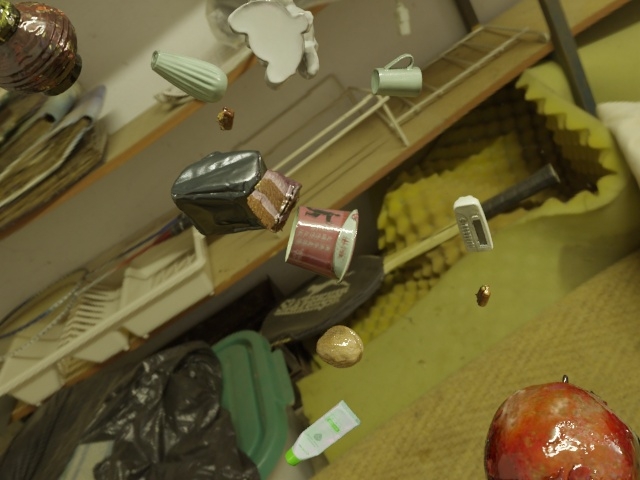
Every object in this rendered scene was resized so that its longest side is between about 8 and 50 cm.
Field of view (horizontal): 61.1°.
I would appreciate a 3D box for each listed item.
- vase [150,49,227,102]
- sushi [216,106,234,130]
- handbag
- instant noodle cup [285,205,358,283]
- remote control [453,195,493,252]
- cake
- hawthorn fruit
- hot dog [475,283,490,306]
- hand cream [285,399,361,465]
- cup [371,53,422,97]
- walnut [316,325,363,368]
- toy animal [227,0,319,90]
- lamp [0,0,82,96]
[{"bbox_3d":[-0.436,-0.549,1.793,0.128,0.248,0.128,-24,58,46],"label":"vase"},{"bbox_3d":[-0.322,-0.408,1.825,0.060,0.118,0.061,5,50,-11],"label":"sushi"},{"bbox_3d":[-0.271,-0.141,1.577,0.275,0.302,0.177,-1,68,9],"label":"handbag"},{"bbox_3d":[0.000,0.000,1.639,0.235,0.179,0.234,-166,90,-84],"label":"instant noodle cup"},{"bbox_3d":[0.496,-0.050,1.765,0.090,0.230,0.049,-9,43,23],"label":"remote control"},{"bbox_3d":[-0.099,-0.091,1.210,0.115,0.113,0.295,-64,11,5],"label":"cake"},{"bbox_3d":[0.477,0.433,1.057,0.316,0.316,0.316,-28,27,16],"label":"hawthorn fruit"},{"bbox_3d":[0.488,0.166,1.634,0.037,0.122,0.049,-7,61,5],"label":"hot dog"},{"bbox_3d":[0.002,0.585,1.620,0.275,0.079,0.050,-44,19,22],"label":"hand cream"},{"bbox_3d":[0.142,-0.299,0.997,0.083,0.075,0.054,-3,64,-14],"label":"cup"},{"bbox_3d":[0.069,0.370,1.885,0.167,0.149,0.166,3,2,0],"label":"walnut"},{"bbox_3d":[-0.095,-0.550,1.463,0.206,0.271,0.265,-32,11,20],"label":"toy animal"},{"bbox_3d":[-0.717,-0.475,1.328,0.247,0.247,0.247,-28,27,16],"label":"lamp"}]
